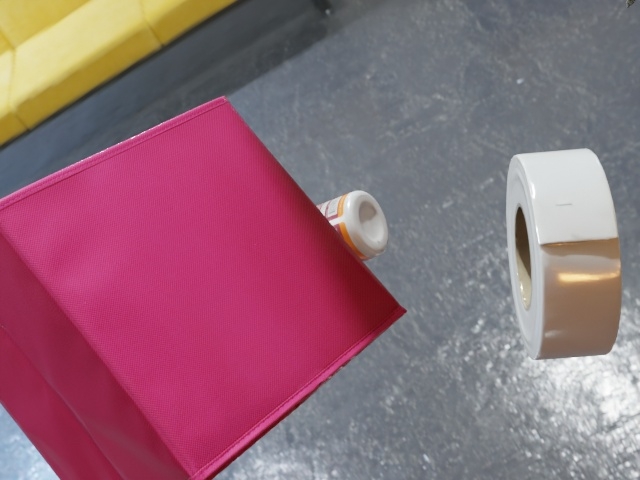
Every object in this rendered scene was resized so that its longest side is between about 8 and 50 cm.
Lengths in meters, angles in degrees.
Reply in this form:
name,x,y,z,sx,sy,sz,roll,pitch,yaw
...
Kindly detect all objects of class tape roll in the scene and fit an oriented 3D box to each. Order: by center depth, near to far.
name,x,y,z,sx,sy,sz,roll,pitch,yaw
tape roll,0.322,0.018,1.211,0.100,0.286,0.286,-4,40,4

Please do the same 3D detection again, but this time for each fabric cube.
name,x,y,z,sx,sy,sz,roll,pitch,yaw
fabric cube,-0.135,0.078,0.802,0.254,0.258,0.259,-35,-9,-39

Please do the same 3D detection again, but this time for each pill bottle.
name,x,y,z,sx,sy,sz,roll,pitch,yaw
pill bottle,0.000,0.000,1.583,0.221,0.121,0.121,-20,36,33

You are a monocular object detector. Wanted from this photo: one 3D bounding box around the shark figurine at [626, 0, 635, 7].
name,x,y,z,sx,sy,sz,roll,pitch,yaw
shark figurine,0.438,-0.457,1.144,0.166,0.116,0.278,-10,80,31
